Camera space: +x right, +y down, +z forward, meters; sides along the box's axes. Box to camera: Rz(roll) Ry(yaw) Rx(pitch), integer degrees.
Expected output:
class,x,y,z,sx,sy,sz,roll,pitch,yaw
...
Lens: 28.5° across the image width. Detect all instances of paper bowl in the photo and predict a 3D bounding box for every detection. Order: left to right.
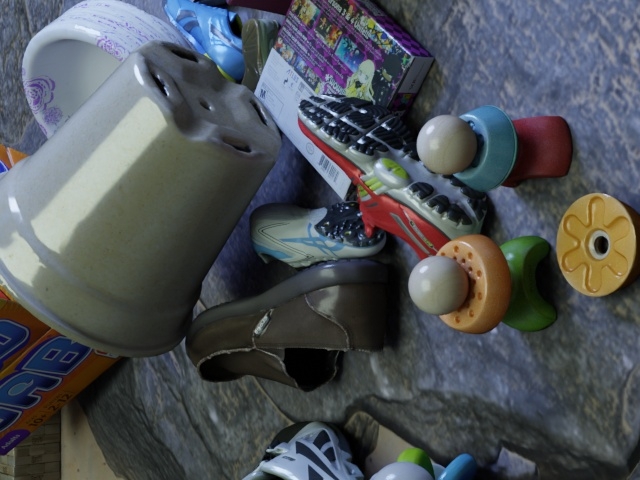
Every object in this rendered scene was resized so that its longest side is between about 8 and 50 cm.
class,x,y,z,sx,sy,sz,roll,pitch,yaw
paper bowl,-0.281,-0.218,1.838,0.284,0.148,0.284,20,136,21

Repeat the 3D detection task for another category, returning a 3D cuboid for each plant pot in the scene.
class,x,y,z,sx,sy,sz,roll,pitch,yaw
plant pot,-0.225,-0.075,1.614,0.305,0.334,0.333,-49,50,25

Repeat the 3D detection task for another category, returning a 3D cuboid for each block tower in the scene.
class,x,y,z,sx,sy,sz,roll,pitch,yaw
block tower,-0.526,0.330,2.264,0.091,0.097,0.335,-5,87,54

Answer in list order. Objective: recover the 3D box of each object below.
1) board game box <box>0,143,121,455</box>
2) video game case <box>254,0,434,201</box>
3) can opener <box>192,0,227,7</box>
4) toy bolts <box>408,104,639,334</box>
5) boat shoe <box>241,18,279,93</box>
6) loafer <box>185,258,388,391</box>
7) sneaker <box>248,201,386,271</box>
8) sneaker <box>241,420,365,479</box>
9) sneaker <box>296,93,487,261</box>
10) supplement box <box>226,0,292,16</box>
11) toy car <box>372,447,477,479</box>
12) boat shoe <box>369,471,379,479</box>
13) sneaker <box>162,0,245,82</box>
class,x,y,z,sx,sy,sz,roll,pitch,yaw
board game box,-0.574,0.084,2.030,0.356,0.356,0.356,-40,56,20
video game case,0.020,-0.199,1.563,0.232,0.042,0.210,49,127,36
can opener,-0.142,-0.362,1.805,0.059,0.073,0.186,54,149,-15
toy bolts,0.184,-0.030,1.247,0.218,0.159,0.228,-21,72,52
boat shoe,-0.077,-0.224,1.717,0.056,0.048,0.153,2,96,51
loafer,-0.051,0.131,1.583,0.366,0.134,0.130,-29,65,50
sneaker,0.000,0.000,1.578,0.237,0.085,0.086,7,121,50
sneaker,-0.038,0.287,1.506,0.330,0.146,0.122,-153,76,-72
sneaker,0.062,-0.064,1.435,0.279,0.107,0.118,44,135,29
supplement box,-0.083,-0.387,1.655,0.080,0.104,0.188,-57,39,37
toy car,0.136,0.306,1.336,0.136,0.159,0.182,-14,74,17
boat shoe,0.078,0.363,1.467,0.063,0.066,0.184,16,92,54
sneaker,-0.152,-0.304,1.801,0.082,0.069,0.209,-48,51,11
